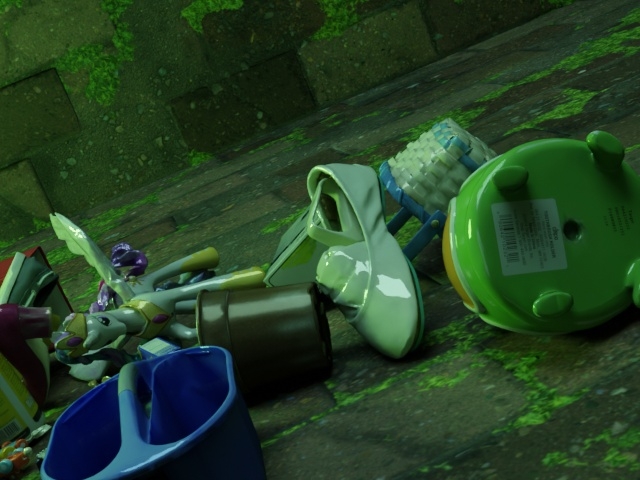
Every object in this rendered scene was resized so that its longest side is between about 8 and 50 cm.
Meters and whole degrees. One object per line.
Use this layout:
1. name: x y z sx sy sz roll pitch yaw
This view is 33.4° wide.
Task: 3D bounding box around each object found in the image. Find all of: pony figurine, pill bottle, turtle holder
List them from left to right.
1. pill bottle: -0.537 0.234 1.679 0.119 0.208 0.119 -24 22 10
2. pony figurine: -0.322 0.103 1.839 0.364 0.302 0.351 -13 17 -29
3. turtle holder: 0.299 -0.015 1.351 0.320 0.243 0.227 -37 2 -20

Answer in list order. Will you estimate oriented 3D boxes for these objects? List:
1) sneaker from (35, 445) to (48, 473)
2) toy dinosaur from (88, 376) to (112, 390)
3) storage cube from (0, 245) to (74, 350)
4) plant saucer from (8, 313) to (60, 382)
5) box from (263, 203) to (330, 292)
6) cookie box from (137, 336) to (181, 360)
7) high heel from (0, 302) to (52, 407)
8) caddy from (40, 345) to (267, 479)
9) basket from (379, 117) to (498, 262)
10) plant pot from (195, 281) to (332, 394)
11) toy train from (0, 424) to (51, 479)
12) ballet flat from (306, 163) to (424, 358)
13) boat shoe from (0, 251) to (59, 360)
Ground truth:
1. sneaker: -0.384 0.309 1.539 0.058 0.052 0.135 -30 14 -6
2. toy dinosaur: -0.286 0.238 1.561 0.183 0.092 0.053 -8 21 44
3. storage cube: -0.650 0.149 2.225 0.193 0.183 0.215 -22 15 4
4. plant saucer: -0.672 0.251 1.952 0.333 0.081 0.332 -18 28 13
5. box: 0.000 0.000 1.866 0.169 0.087 0.290 -47 7 15
6. cookie box: -0.230 0.202 1.616 0.040 0.091 0.107 -25 14 -23
7. high heel: -0.507 0.197 1.765 0.117 0.244 0.082 0 48 -17
8. caddy: -0.202 0.236 1.283 0.241 0.179 0.341 -22 14 -3
9. basket: 0.172 -0.045 1.754 0.289 0.201 0.255 -44 11 15
10. plant pot: -0.075 0.134 1.524 0.165 0.167 0.167 -13 16 6
11. toy train: -0.444 0.322 1.538 0.125 0.046 0.166 -23 4 8
12. ballet flat: 0.045 0.019 1.566 0.139 0.139 0.400 -20 39 7
13. boat shoe: -0.533 0.138 1.900 0.116 0.099 0.319 -58 20 28
